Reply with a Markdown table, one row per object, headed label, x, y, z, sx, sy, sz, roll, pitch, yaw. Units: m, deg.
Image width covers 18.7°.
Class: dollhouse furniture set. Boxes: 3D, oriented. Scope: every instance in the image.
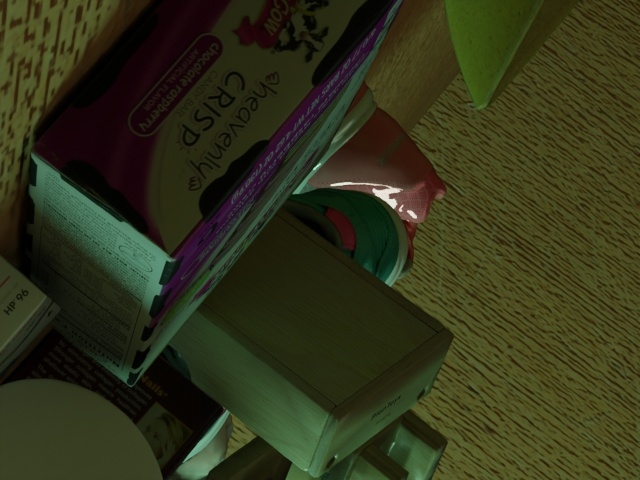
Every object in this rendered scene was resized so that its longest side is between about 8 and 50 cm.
| label | x | y | z | sx | sy | sz | roll | pitch | yaw |
| --- | --- | --- | --- | --- | --- | --- | --- | --- | --- |
| dollhouse furniture set | -0.054 | 0.108 | 1.027 | 0.212 | 0.161 | 0.242 | -32 | 151 | -45 |

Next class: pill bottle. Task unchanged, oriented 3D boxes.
| label | x | y | z | sx | sy | sz | roll | pitch | yaw |
| --- | --- | --- | --- | --- | --- | --- | --- | --- | --- |
| pill bottle | -0.157 | 0.151 | 0.880 | 0.119 | 0.119 | 0.208 | -49 | -179 | -43 |

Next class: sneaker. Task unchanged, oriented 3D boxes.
| label | x | y | z | sx | sy | sz | roll | pitch | yaw |
| --- | --- | --- | --- | --- | --- | --- | --- | --- | --- |
| sneaker | 0.000 | 0.000 | 1.506 | 0.116 | 0.136 | 0.314 | -49 | 177 | -30 |
| sneaker | -0.078 | 0.066 | 1.288 | 0.295 | 0.124 | 0.178 | -40 | 168 | 7 |

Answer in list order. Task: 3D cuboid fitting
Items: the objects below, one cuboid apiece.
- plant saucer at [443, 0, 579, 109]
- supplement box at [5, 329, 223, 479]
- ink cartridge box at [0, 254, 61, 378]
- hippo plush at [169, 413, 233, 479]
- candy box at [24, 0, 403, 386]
| label | x | y | z | sx | sy | sz | roll | pitch | yaw |
| --- | --- | --- | --- | --- | --- | --- | --- | --- | --- |
| plant saucer | 0.190 | -0.284 | 1.161 | 0.333 | 0.081 | 0.332 | -48 | 170 | -47 |
| supplement box | -0.155 | 0.138 | 1.092 | 0.188 | 0.104 | 0.081 | -50 | 178 | -31 |
| ink cartridge box | -0.135 | 0.034 | 0.798 | 0.048 | 0.028 | 0.083 | -50 | 177 | -6 |
| hippo plush | -0.111 | 0.262 | 1.520 | 0.234 | 0.236 | 0.294 | -51 | -171 | -18 |
| candy box | -0.049 | -0.038 | 0.820 | 0.159 | 0.071 | 0.233 | -51 | 178 | -17 |
